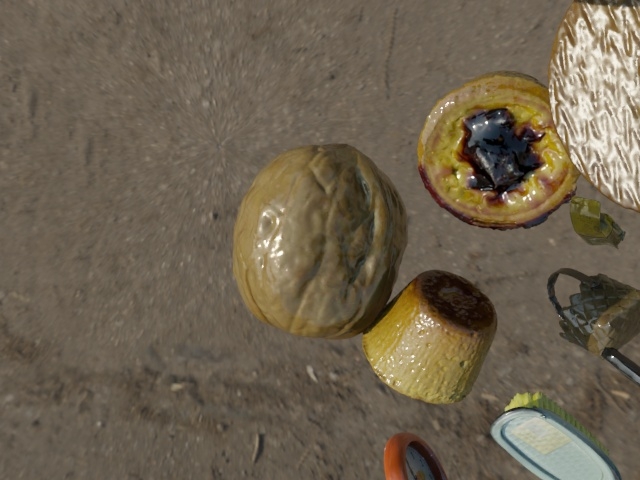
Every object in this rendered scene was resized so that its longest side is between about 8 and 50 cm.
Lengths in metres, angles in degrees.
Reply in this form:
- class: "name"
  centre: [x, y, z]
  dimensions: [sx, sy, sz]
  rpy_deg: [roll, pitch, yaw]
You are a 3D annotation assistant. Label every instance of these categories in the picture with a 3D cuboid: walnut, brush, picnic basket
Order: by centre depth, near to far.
- class: "brush"
  centre: [0.272, 0.229, 0.968]
  dimensions: [0.068, 0.060, 0.297]
  rpy_deg: [-34, 118, 30]
- class: "walnut"
  centre: [0.001, 0.001, 1.542]
  dimensions: [0.277, 0.252, 0.312]
  rpy_deg: [14, 100, -14]
- class: "picnic basket"
  centre: [0.475, 0.120, 1.759]
  dimensions: [0.138, 0.178, 0.128]
  rpy_deg: [-28, 133, -29]

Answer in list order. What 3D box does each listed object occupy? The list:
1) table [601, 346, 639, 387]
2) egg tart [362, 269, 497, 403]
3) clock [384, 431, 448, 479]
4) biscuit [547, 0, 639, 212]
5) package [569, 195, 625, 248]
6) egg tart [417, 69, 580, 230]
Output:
- class: "table"
  centre: [0.389, 0.282, 1.097]
  dimensions: [0.249, 0.317, 0.317]
  rpy_deg: [26, 93, 33]
- class: "egg tart"
  centre: [0.180, 0.139, 1.542]
  dimensions: [0.203, 0.202, 0.147]
  rpy_deg: [21, 124, -7]
- class: "clock"
  centre: [0.171, 0.433, 1.710]
  dimensions: [0.051, 0.205, 0.205]
  rpy_deg: [-27, 98, 22]
- class: "biscuit"
  centre: [0.331, -0.148, 0.892]
  dimensions: [0.262, 0.037, 0.261]
  rpy_deg: [5, 98, 35]
- class: "package"
  centre: [0.527, -0.031, 1.893]
  dimensions: [0.131, 0.071, 0.047]
  rpy_deg: [38, 76, -43]
- class: "egg tart"
  centre: [0.243, -0.132, 1.307]
  dimensions: [0.215, 0.171, 0.215]
  rpy_deg: [6, 118, 12]
